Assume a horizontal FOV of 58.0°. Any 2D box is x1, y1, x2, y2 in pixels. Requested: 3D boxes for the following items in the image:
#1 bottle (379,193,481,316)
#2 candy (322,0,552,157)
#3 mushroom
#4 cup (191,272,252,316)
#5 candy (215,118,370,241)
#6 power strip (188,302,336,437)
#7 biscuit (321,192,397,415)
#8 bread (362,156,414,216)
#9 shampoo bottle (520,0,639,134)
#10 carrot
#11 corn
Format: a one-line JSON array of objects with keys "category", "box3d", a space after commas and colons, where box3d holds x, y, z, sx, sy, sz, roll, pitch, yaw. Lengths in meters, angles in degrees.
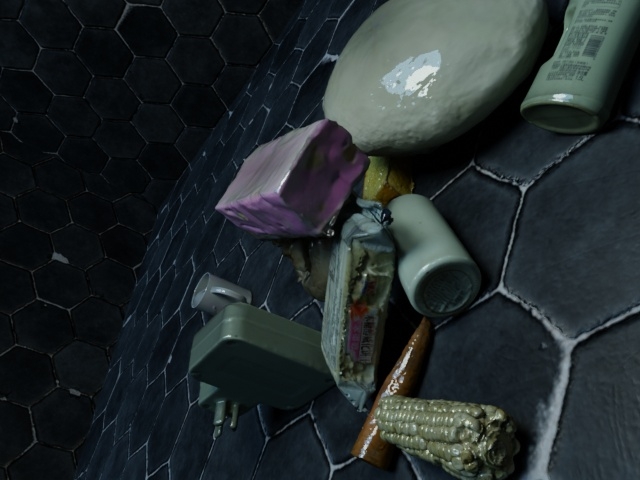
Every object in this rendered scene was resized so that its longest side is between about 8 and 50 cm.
[{"category": "bottle", "box3d": [0.149, 0.003, 0.869, 0.104, 0.104, 0.245, -54, 27, 21]}, {"category": "candy", "box3d": [0.181, -0.312, 0.980, 0.426, 0.186, 0.386, 14, 67, 54]}, {"category": "mushroom", "box3d": [0.000, 0.000, 1.056, 0.226, 0.177, 0.227, 176, 90, -82]}, {"category": "cup", "box3d": [-0.251, 0.156, 1.486, 0.099, 0.133, 0.136, -61, 24, 4]}, {"category": "candy", "box3d": [-0.050, -0.088, 0.927, 0.265, 0.115, 0.156, -4, 53, 61]}, {"category": "power strip", "box3d": [-0.125, 0.245, 1.020, 0.261, 0.229, 0.141, -42, 33, 38]}, {"category": "biscuit", "box3d": [0.054, 0.086, 0.868, 0.186, 0.079, 0.310, -130, 45, -71]}, {"category": "bread", "box3d": [0.129, -0.128, 1.101, 0.103, 0.065, 0.188, -39, 31, 53]}, {"category": "shampoo bottle", "box3d": [0.354, -0.259, 0.741, 0.234, 0.087, 0.118, -65, 24, -4]}, {"category": "carrot", "box3d": [0.112, 0.208, 0.812, 0.057, 0.057, 0.224, 1, 62, 64]}, {"category": "corn", "box3d": [0.142, 0.231, 0.686, 0.210, 0.087, 0.087, -22, 46, 61]}]
